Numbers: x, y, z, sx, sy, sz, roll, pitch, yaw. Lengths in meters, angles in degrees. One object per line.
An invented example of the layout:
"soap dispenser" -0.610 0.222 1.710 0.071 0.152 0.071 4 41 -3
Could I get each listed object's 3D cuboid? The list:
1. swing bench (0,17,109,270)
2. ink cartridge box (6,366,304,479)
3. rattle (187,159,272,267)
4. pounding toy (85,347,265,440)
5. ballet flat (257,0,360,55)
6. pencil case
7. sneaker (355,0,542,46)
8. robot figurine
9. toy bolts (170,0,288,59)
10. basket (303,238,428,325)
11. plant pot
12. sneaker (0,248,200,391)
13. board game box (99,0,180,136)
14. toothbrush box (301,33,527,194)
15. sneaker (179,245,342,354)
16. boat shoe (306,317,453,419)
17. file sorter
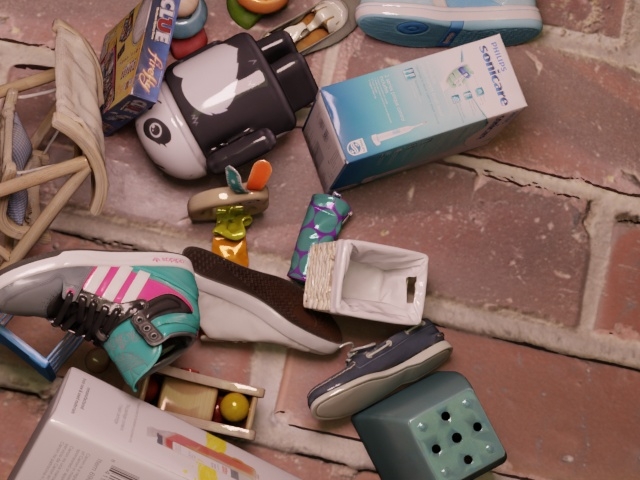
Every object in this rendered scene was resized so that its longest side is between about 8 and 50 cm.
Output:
"swing bench" -0.399 -0.131 1.546 0.254 0.165 0.253 -31 40 16
"ink cartridge box" -0.236 0.391 1.491 0.384 0.160 0.279 28 104 -11
"rattle" -0.124 -0.024 1.644 0.130 0.199 0.143 18 70 -28
"pounding toy" -0.212 0.192 1.616 0.269 0.154 0.155 14 77 -5
"ballet flat" -0.014 -0.343 1.794 0.213 0.068 0.072 -33 84 -13
"pencil case" 0.000 0.000 1.730 0.070 0.064 0.152 17 77 7
"sneaker" 0.204 -0.431 1.816 0.319 0.127 0.208 0 81 -18
"robot figurine" -0.147 -0.209 1.681 0.278 0.209 0.174 -28 103 0
"toy bolts" -0.178 -0.416 1.739 0.228 0.158 0.218 -36 86 -13
"basket" 0.066 0.063 1.674 0.167 0.103 0.113 12 83 -36
"plant pot" 0.169 0.288 1.609 0.165 0.234 0.166 -26 83 -12
"sneaker" -0.285 0.114 1.472 0.295 0.124 0.178 -3 55 -31
"board game box" -0.285 -0.260 1.651 0.042 0.243 0.165 17 77 -25
"toothbrush box" 0.138 -0.189 1.710 0.295 0.216 0.126 -17 82 -10
"sneaker" -0.109 0.115 1.692 0.290 0.106 0.123 27 120 -14
"boat shoe" 0.082 0.190 1.683 0.254 0.095 0.079 -25 61 -20
"file sorter" -0.405 0.120 1.598 0.118 0.170 0.104 38 73 1
